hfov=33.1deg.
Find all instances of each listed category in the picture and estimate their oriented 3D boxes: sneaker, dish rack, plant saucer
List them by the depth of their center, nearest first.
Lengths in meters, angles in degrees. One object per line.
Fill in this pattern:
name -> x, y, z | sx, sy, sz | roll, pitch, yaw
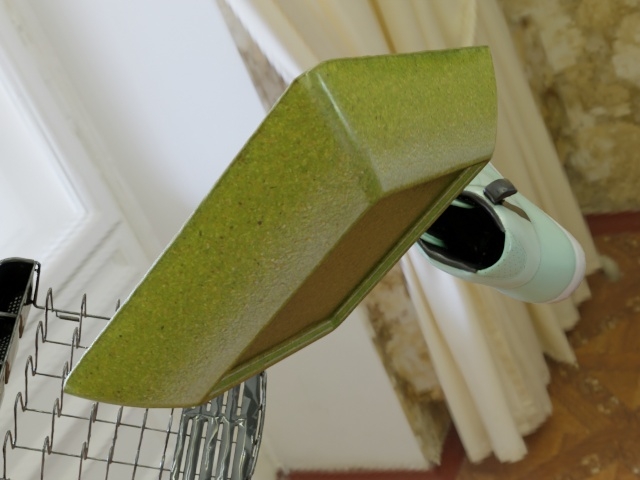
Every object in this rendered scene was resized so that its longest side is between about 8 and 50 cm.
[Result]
plant saucer -> 0.000, 0.000, 0.484 | 0.188, 0.045, 0.188 | -49, -14, 28
sneaker -> 0.085, -0.046, 0.866 | 0.256, 0.151, 0.094 | 37, 101, 34
dish rack -> -0.182, 0.135, 0.960 | 0.271, 0.074, 0.208 | 10, 52, -6
